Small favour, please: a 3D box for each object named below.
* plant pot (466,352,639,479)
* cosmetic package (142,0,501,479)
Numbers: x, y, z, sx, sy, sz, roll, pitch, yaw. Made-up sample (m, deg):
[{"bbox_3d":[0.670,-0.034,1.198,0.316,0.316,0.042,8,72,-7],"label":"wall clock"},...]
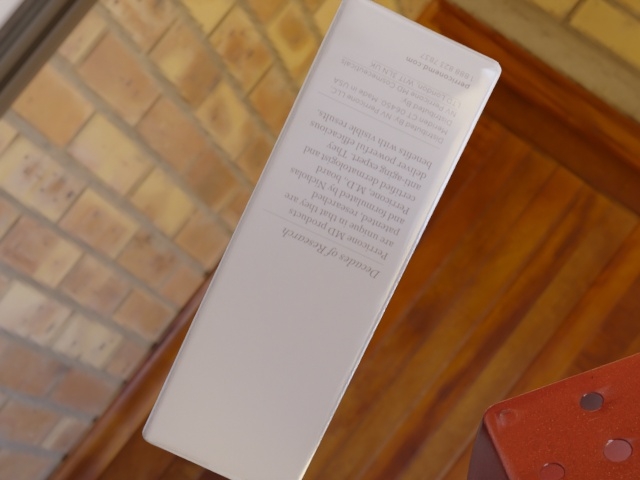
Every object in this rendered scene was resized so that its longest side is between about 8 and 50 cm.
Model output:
[{"bbox_3d":[0.266,0.251,1.094,0.267,0.267,0.235,-110,180,-50],"label":"plant pot"},{"bbox_3d":[0.000,0.000,1.262,0.162,0.453,0.230,26,8,-2],"label":"cosmetic package"}]
